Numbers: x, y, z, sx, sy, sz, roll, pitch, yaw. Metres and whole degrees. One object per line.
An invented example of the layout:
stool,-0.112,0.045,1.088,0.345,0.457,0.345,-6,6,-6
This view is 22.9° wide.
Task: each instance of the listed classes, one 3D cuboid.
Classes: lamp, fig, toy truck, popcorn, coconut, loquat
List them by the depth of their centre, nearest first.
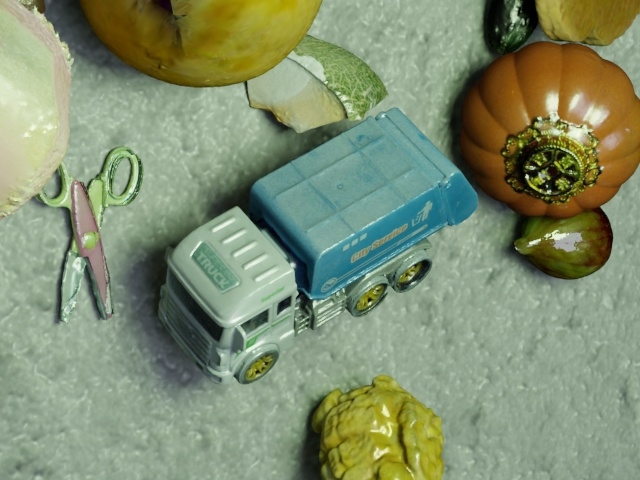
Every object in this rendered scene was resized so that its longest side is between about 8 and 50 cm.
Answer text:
coconut,-0.366,-0.151,1.473,0.245,0.233,0.233,33,78,-39
loquat,-0.118,-0.285,1.602,0.263,0.263,0.263,-5,99,-32
toy truck,0.000,0.000,1.721,0.367,0.146,0.175,-32,152,-23
popcorn,0.074,0.239,1.823,0.163,0.140,0.194,51,29,-14
lamp,0.276,-0.130,1.884,0.223,0.223,0.196,57,23,-24
fig,0.295,0.001,1.973,0.154,0.103,0.109,-19,87,-39

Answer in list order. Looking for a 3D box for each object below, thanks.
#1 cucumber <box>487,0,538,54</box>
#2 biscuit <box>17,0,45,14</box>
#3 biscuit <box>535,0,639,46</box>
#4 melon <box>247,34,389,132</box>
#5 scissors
cucumber,0.258,-0.375,1.917,0.072,0.081,0.303,-3,101,-76
biscuit,-0.305,-0.273,1.606,0.082,0.016,0.092,29,82,-31
biscuit,0.349,-0.382,1.936,0.376,0.051,0.269,-43,134,-42
melon,0.010,-0.162,1.770,0.202,0.139,0.093,11,113,-36
scissors,-0.247,-0.006,1.675,0.133,0.020,0.187,-2,96,-37
